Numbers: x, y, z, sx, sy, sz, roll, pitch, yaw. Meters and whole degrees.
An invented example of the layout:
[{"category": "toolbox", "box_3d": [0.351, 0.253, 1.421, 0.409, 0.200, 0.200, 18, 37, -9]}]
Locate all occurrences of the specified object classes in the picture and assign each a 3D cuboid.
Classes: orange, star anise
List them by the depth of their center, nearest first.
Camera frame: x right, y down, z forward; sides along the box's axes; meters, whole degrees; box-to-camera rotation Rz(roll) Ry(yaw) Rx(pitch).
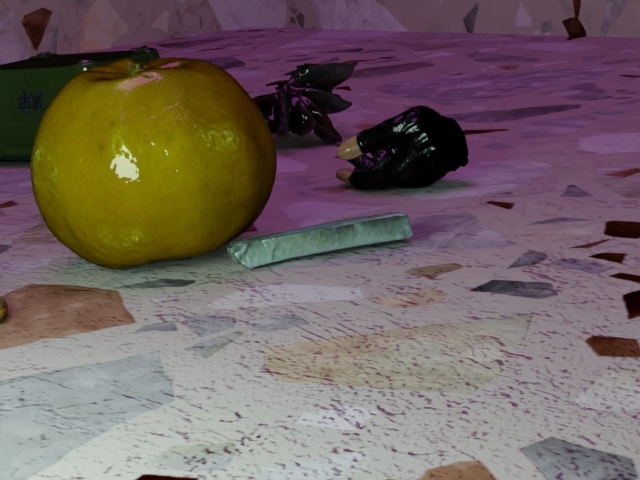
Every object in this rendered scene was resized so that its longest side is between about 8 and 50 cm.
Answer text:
[{"category": "orange", "box_3d": [-0.188, -0.091, 1.470, 0.279, 0.235, 0.279, -13, 9, 2]}, {"category": "star anise", "box_3d": [-0.058, -0.219, 2.182, 0.212, 0.129, 0.283, -1, 22, 38]}]

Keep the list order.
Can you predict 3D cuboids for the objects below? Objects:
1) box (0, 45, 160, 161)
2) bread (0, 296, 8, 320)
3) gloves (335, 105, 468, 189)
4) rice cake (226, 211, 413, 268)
[{"category": "box", "box_3d": [-0.427, -0.237, 2.243, 0.329, 0.177, 0.253, 4, 15, 29]}, {"category": "bread", "box_3d": [-0.369, 0.073, 1.320, 0.110, 0.024, 0.110, -4, 15, 1]}, {"category": "gloves", "box_3d": [0.099, -0.108, 1.779, 0.181, 0.106, 0.129, -30, -3, 35]}, {"category": "rice cake", "box_3d": [0.000, 0.000, 1.465, 0.211, 0.034, 0.043, -10, 9, -15]}]
